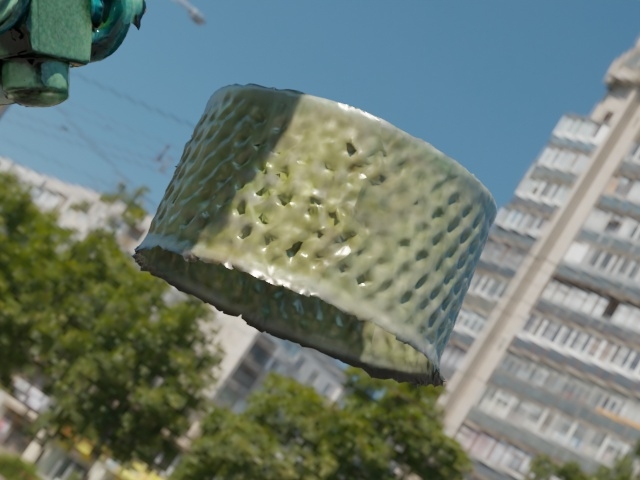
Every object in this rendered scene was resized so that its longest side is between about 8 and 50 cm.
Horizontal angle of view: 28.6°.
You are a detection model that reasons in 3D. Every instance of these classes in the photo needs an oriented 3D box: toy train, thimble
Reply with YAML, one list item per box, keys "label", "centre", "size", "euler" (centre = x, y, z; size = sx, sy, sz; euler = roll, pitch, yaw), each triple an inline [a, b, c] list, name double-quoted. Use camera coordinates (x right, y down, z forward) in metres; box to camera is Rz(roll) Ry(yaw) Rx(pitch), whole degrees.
- label: "toy train"
  centre: [-0.225, -0.235, 0.859]
  size: [0.194, 0.298, 0.120]
  euler: [-3, -6, 35]
- label: "thimble"
  centre: [0.000, 0.000, 1.010]
  size: [0.271, 0.150, 0.271]
  euler: [22, -12, 5]
